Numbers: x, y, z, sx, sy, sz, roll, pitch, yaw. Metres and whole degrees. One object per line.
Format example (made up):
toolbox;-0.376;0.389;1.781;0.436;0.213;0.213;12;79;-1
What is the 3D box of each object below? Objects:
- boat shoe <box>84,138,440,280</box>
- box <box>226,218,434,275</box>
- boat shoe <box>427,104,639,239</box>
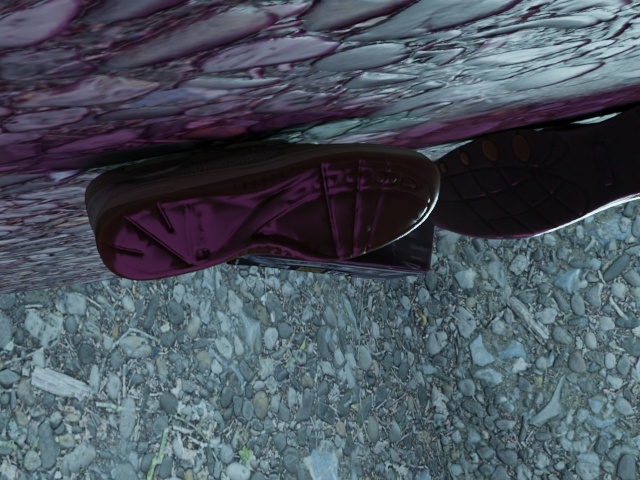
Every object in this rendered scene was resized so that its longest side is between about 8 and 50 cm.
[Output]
boat shoe;-0.045;-0.042;0.840;0.303;0.109;0.098;-10;-143;-19
box;0.000;0.000;1.300;0.243;0.076;0.307;7;175;-6
boat shoe;0.271;-0.073;1.108;0.325;0.123;0.116;-10;180;10
